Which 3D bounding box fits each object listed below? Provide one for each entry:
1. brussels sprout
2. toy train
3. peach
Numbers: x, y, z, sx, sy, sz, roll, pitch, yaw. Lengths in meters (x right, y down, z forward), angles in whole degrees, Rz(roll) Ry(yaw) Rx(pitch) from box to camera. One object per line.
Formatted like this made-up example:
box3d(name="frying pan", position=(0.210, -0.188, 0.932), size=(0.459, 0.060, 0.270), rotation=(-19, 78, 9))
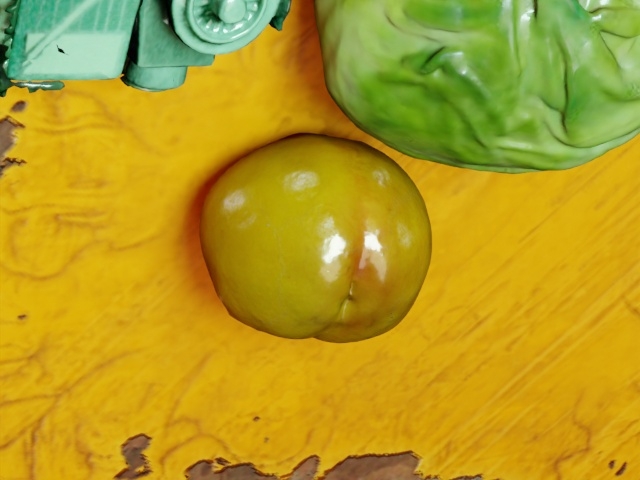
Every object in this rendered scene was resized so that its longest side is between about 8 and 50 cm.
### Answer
box3d(name="brussels sprout", position=(0.095, -0.135, 0.967), size=(0.223, 0.161, 0.223), rotation=(1, 125, 2))
box3d(name="toy train", position=(-0.086, -0.190, 0.858), size=(0.154, 0.115, 0.269), rotation=(-4, 129, -30))
box3d(name="peach", position=(0.000, 0.000, 1.046), size=(0.138, 0.138, 0.138), rotation=(-13, 131, -15))
